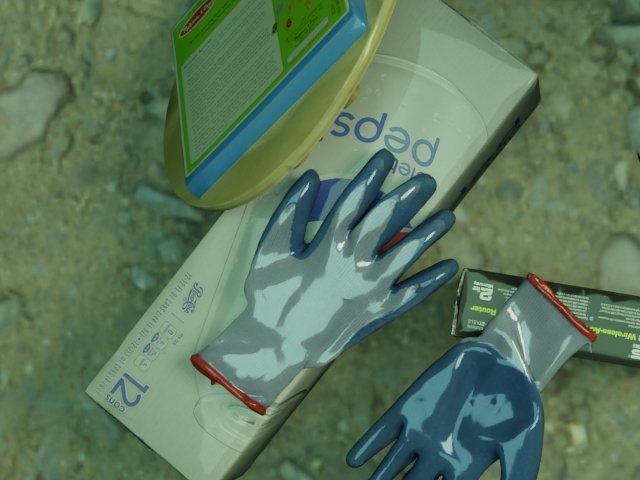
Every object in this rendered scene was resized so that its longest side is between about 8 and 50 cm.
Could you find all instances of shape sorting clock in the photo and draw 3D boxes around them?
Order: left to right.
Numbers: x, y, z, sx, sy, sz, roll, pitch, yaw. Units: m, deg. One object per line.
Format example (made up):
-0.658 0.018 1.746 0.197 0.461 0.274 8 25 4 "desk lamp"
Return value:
-0.020 -0.110 0.874 0.040 0.206 0.206 24 91 -32 "shape sorting clock"

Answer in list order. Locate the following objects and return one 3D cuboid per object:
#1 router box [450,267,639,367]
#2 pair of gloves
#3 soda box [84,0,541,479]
0.135 0.043 0.879 0.123 0.092 0.038 9 89 9 "router box"
0.041 0.059 0.836 0.198 0.023 0.159 41 96 4 "pair of gloves"
0.000 0.000 0.901 0.091 0.098 0.286 39 93 9 "soda box"
